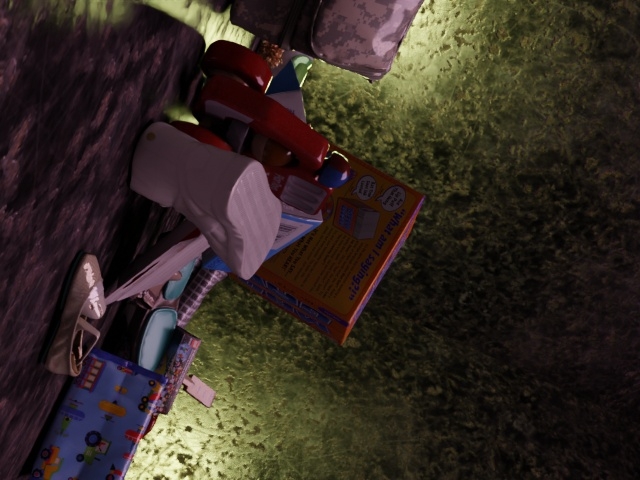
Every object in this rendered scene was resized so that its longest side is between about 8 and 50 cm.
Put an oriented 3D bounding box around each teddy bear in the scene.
[{"bbox_3d":[-0.054,-0.503,1.700,0.245,0.113,0.338,-64,-175,-5],"label":"teddy bear"}]

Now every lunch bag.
[{"bbox_3d":[0.042,-0.406,1.078,0.212,0.256,0.305,-74,-171,-57],"label":"lunch bag"},{"bbox_3d":[-0.392,0.310,1.286,0.293,0.138,0.221,-21,-136,65],"label":"lunch bag"}]

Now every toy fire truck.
[{"bbox_3d":[-0.084,-0.136,1.106,0.302,0.254,0.169,132,-19,-74],"label":"toy fire truck"},{"bbox_3d":[-0.375,0.361,1.744,0.158,0.246,0.217,144,-30,-81],"label":"toy fire truck"}]

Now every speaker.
[{"bbox_3d":[-0.125,-0.394,2.007,0.131,0.131,0.296,152,-38,-82],"label":"speaker"}]

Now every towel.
[{"bbox_3d":[-0.327,0.128,1.805,0.235,0.121,0.283,-55,-175,-5],"label":"towel"}]

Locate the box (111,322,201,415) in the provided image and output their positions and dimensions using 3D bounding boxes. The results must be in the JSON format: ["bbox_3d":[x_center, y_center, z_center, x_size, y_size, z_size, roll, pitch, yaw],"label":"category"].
[{"bbox_3d":[-0.343,0.234,1.525,0.233,0.044,0.159,18,-99,51],"label":"box"}]

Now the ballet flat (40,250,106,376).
[{"bbox_3d":[-0.273,0.086,0.869,0.057,0.052,0.168,-75,-169,-64],"label":"ballet flat"}]

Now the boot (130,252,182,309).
[{"bbox_3d":[-0.292,0.079,1.319,0.042,0.118,0.087,-15,-121,33],"label":"boot"}]

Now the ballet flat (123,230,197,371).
[{"bbox_3d":[-0.311,0.111,1.435,0.095,0.096,0.280,22,89,-58],"label":"ballet flat"}]

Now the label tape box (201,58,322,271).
[{"bbox_3d":[-0.133,-0.145,1.421,0.249,0.115,0.348,-33,-122,44],"label":"label tape box"}]

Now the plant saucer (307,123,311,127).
[{"bbox_3d":[-0.161,-0.195,2.014,0.258,0.048,0.259,-37,-175,-38],"label":"plant saucer"}]

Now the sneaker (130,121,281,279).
[{"bbox_3d":[-0.150,-0.055,0.990,0.108,0.169,0.292,-59,166,-20],"label":"sneaker"}]

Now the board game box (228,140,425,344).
[{"bbox_3d":[0.000,0.000,1.897,0.356,0.356,0.356,-58,172,-14],"label":"board game box"}]

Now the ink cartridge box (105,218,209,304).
[{"bbox_3d":[-0.242,0.019,1.145,0.181,0.056,0.224,-36,175,17],"label":"ink cartridge box"}]
